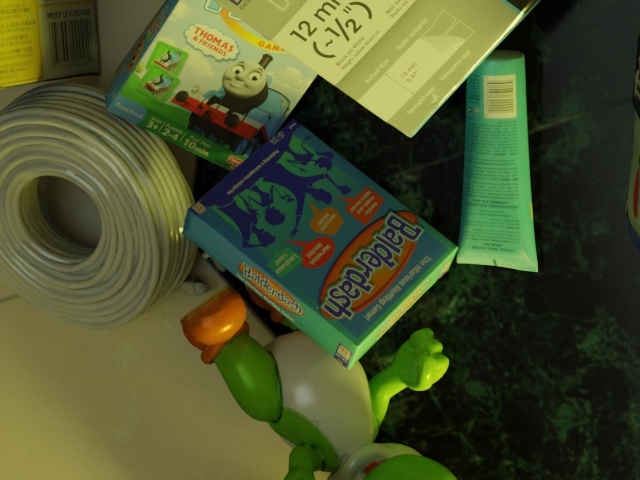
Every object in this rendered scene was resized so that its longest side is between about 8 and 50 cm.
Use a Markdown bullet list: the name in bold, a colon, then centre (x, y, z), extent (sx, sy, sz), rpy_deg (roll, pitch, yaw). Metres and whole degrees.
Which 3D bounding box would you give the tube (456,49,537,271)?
- **tube**: centre (0.165, -0.073, 1.672), extent (0.080, 0.052, 0.207), rpy_deg (8, 108, 28)

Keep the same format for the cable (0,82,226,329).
- **cable**: centre (-0.248, -0.030, 1.816), extent (0.257, 0.089, 0.257), rpy_deg (-11, 110, 32)

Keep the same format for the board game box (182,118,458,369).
- **board game box**: centre (0.000, 0.000, 1.699), extent (0.210, 0.160, 0.047), rpy_deg (38, 147, 12)

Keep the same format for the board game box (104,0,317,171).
- **board game box**: centre (-0.085, -0.179, 1.719), extent (0.160, 0.039, 0.211), rpy_deg (26, 115, -23)

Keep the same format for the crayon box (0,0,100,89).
- **crayon box**: centre (-0.307, -0.313, 1.752), extent (0.081, 0.202, 0.318), rpy_deg (2, 100, 24)

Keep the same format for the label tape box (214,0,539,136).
- **label tape box**: centre (0.024, -0.286, 1.563), extent (0.348, 0.115, 0.249), rpy_deg (32, 117, -24)

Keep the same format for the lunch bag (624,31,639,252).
- **lunch bag**: centre (0.388, -0.109, 1.421), extent (0.385, 0.239, 0.327), rpy_deg (31, 126, 53)

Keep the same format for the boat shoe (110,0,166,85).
- **boat shoe**: centre (-0.116, -0.217, 1.761), extent (0.070, 0.078, 0.219), rpy_deg (33, 112, -22)

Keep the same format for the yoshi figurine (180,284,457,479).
- **yoshi figurine**: centre (0.030, 0.179, 1.704), extent (0.203, 0.203, 0.362), rpy_deg (-34, 88, 19)
